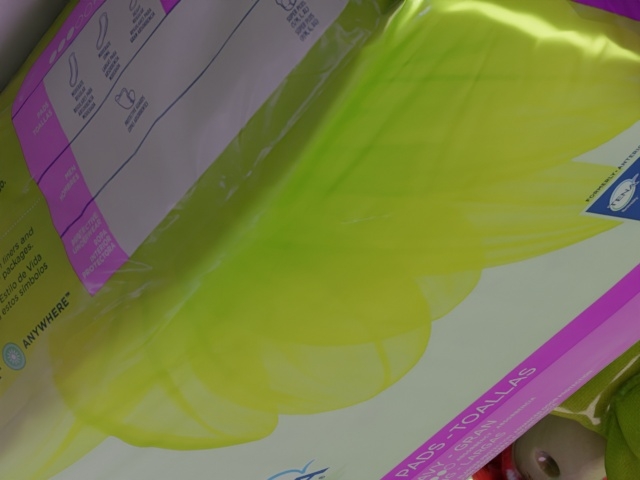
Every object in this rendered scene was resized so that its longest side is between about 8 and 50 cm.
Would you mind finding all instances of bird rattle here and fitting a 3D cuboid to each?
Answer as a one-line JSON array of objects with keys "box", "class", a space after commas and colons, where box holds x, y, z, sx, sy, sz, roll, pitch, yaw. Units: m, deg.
[{"box": [0.139, 0.073, 0.780, 0.207, 0.143, 0.253, -26, 158, -27], "class": "bird rattle"}]

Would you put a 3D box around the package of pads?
[{"box": [0.000, 0.000, 0.583, 0.229, 0.101, 0.296, 7, 139, -41], "class": "package of pads"}]
